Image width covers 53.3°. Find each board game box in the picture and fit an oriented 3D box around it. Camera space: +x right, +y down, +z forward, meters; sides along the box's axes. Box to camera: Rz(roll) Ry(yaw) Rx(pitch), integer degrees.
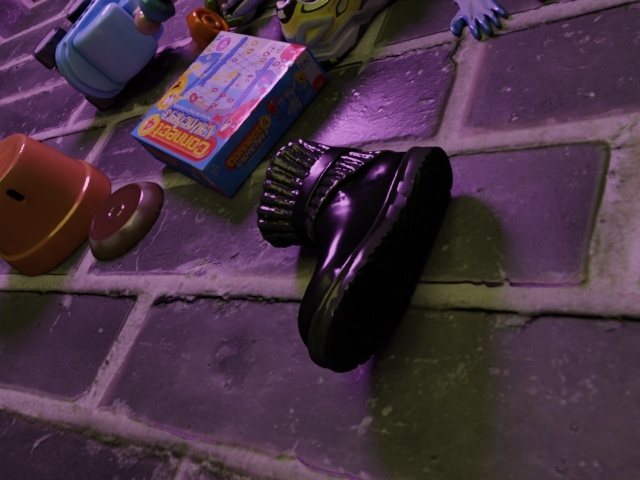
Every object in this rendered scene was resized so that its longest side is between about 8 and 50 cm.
[{"bbox_3d":[-0.188,-0.262,1.260,0.308,0.086,0.302,27,74,45],"label":"board game box"}]

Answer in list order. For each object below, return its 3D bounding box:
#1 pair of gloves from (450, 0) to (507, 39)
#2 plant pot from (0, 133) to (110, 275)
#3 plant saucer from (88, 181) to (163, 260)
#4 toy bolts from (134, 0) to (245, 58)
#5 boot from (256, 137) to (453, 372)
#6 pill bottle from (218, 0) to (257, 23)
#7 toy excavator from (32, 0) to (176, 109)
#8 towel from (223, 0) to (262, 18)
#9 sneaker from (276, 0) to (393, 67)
[{"bbox_3d":[0.300,-0.411,1.059,0.198,0.023,0.159,-29,42,15],"label":"pair of gloves"},{"bbox_3d":[-0.644,-0.095,1.407,0.290,0.203,0.291,-22,46,24],"label":"plant pot"},{"bbox_3d":[-0.409,-0.051,1.308,0.198,0.036,0.199,-21,45,23],"label":"plant saucer"},{"bbox_3d":[-0.316,-0.489,1.457,0.158,0.228,0.218,-47,25,34],"label":"toy bolts"},{"bbox_3d":[0.002,0.002,0.852,0.260,0.131,0.348,8,50,35],"label":"boot"},{"bbox_3d":[-0.190,-0.655,1.584,0.124,0.124,0.222,-9,51,33],"label":"pill bottle"},{"bbox_3d":[-0.460,-0.559,1.613,0.445,0.222,0.433,8,62,49],"label":"toy excavator"},{"bbox_3d":[-0.030,-0.607,1.356,0.324,0.056,0.312,-28,16,42],"label":"towel"},{"bbox_3d":[0.066,-0.515,1.241,0.145,0.147,0.385,18,68,47],"label":"sneaker"}]
